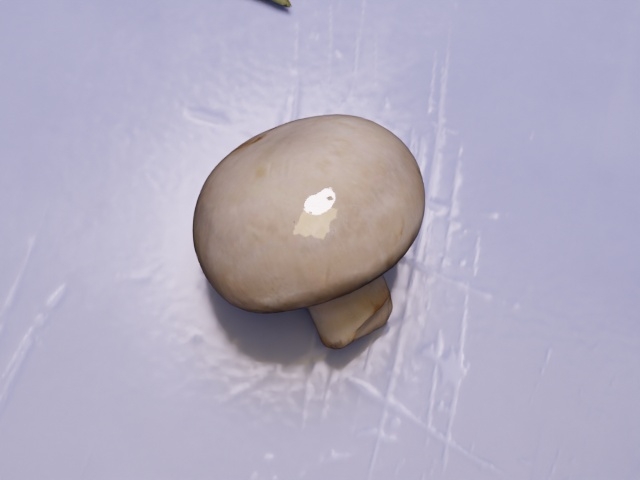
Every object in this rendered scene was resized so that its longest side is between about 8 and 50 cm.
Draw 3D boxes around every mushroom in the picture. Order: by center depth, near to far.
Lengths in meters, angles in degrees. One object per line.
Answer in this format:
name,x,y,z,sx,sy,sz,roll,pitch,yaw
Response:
mushroom,0.000,0.000,1.069,0.204,0.204,0.204,1,75,-2

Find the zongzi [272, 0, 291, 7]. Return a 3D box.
zongzi,-0.060,-0.285,1.201,0.113,0.052,0.104,26,69,-9
